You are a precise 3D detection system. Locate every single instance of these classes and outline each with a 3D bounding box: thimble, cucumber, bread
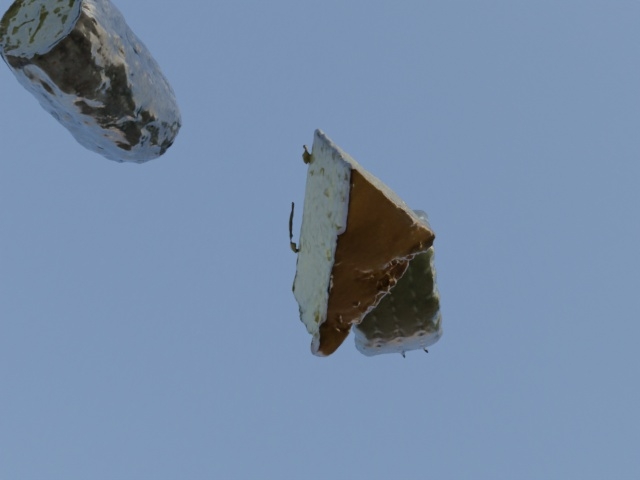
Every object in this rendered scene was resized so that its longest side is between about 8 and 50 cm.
[{"bbox_3d":[0.048,0.031,1.078,0.062,0.084,0.110,-7,-49,4],"label":"thimble"},{"bbox_3d":[-0.111,-0.082,0.814,0.064,0.064,0.112,-29,-36,8],"label":"cucumber"},{"bbox_3d":[0.000,0.000,0.984,0.080,0.084,0.109,35,-77,-32],"label":"bread"}]
